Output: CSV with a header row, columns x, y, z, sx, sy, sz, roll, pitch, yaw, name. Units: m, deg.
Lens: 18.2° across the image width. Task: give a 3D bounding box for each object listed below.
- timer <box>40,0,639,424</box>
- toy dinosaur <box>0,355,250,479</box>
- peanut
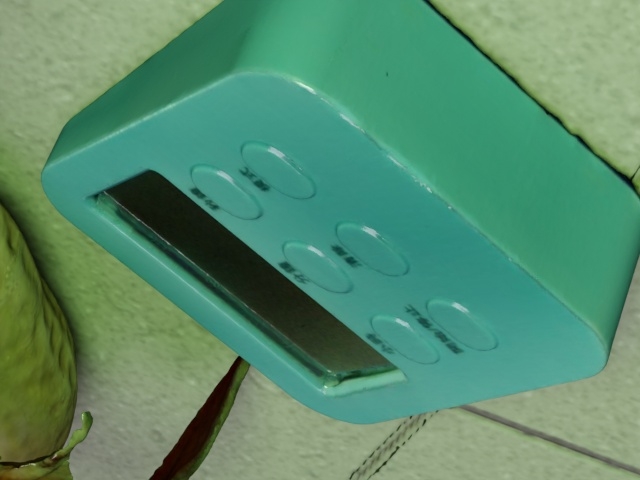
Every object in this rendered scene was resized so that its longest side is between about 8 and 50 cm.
x,y,z,sx,sy,sz,roll,pitch,yaw,name
0.000,0.000,0.967,0.232,0.091,0.250,38,140,-19,timer
-0.180,0.093,0.985,0.327,0.113,0.206,-6,159,-12,toy dinosaur
-0.205,0.059,1.089,0.137,0.122,0.253,-5,137,13,peanut
